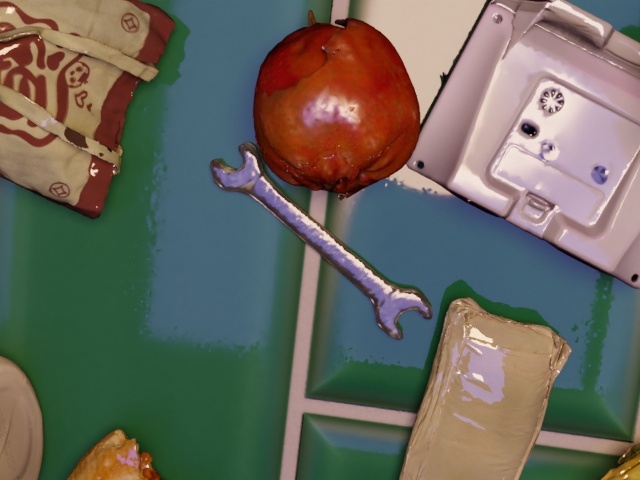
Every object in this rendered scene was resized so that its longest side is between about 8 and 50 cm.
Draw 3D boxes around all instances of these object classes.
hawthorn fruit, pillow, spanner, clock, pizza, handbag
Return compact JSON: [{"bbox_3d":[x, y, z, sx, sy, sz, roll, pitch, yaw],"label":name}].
[{"bbox_3d":[0.010,-0.123,0.685,0.148,0.148,0.172,-7,75,6],"label":"hawthorn fruit"},{"bbox_3d":[0.150,0.160,0.751,0.119,0.053,0.208,16,100,0],"label":"pillow"},{"bbox_3d":[0.000,0.000,0.760,0.254,0.015,0.054,41,100,-2],"label":"spanner"},{"bbox_3d":[0.220,-0.090,0.694,0.253,0.083,0.186,27,100,0],"label":"clock"},{"bbox_3d":[-0.160,0.275,0.790,0.194,0.069,0.154,30,100,-6],"label":"pizza"},{"bbox_3d":[-0.267,-0.150,0.691,0.235,0.127,0.213,22,98,-21],"label":"handbag"}]

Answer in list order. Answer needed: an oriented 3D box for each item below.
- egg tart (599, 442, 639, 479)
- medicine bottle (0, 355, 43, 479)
[{"bbox_3d":[0.363,0.324,0.673,0.345,0.132,0.345,1,56,-1],"label":"egg tart"},{"bbox_3d":[-0.427,0.200,0.755,0.289,0.157,0.157,-8,98,6],"label":"medicine bottle"}]
